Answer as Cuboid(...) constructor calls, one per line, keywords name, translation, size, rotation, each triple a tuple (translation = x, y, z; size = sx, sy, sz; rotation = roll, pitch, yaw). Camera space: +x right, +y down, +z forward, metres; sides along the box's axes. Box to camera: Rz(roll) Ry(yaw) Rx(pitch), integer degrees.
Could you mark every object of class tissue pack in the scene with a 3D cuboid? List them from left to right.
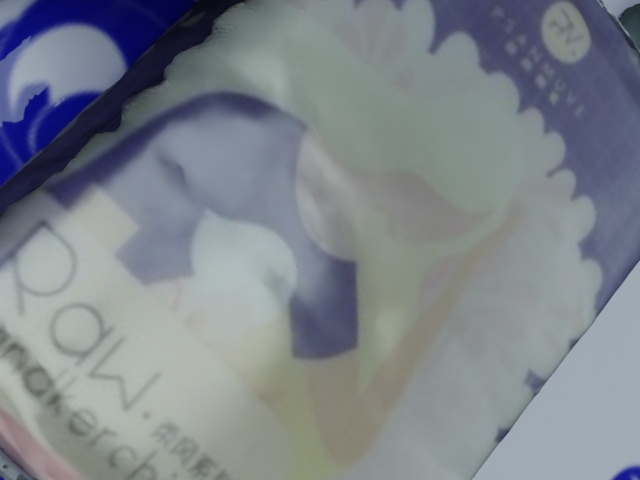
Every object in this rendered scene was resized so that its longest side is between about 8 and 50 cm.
Cuboid(name="tissue pack", translation=(0.000, 0.000, 0.513), size=(0.344, 0.125, 0.242), rotation=(-48, 111, -18))

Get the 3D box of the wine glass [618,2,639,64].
Cuboid(name="wine glass", translation=(0.249, -0.117, 0.603), size=(0.079, 0.195, 0.079), rotation=(1, 87, -29))
